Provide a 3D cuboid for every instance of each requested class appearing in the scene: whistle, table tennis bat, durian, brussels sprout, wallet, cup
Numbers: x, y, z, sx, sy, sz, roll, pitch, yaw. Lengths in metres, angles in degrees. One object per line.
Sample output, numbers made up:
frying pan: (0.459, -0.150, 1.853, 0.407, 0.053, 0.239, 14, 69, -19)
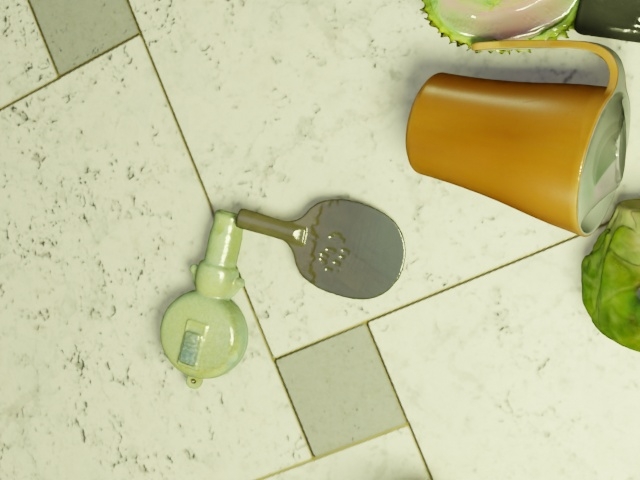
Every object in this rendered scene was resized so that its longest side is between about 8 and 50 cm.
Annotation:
whistle: (-0.152, 0.085, 1.789, 0.126, 0.067, 0.258, 16, 98, 17)
table tennis bat: (0.000, 0.000, 1.730, 0.234, 0.022, 0.131, 17, 101, 8)
durian: (0.233, -0.308, 1.595, 0.221, 0.095, 0.137, 0, 130, 9)
brussels sprout: (0.398, 0.043, 1.537, 0.161, 0.144, 0.180, 34, 122, 51)
wallet: (0.380, -0.346, 1.505, 0.124, 0.025, 0.244, 10, 123, 4)
cup: (0.250, -0.139, 1.563, 0.264, 0.182, 0.226, 16, 104, 25)

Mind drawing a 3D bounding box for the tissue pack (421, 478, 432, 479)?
tissue pack: (0.146, 0.530, 1.653, 0.390, 0.195, 0.375, 37, 119, 15)
